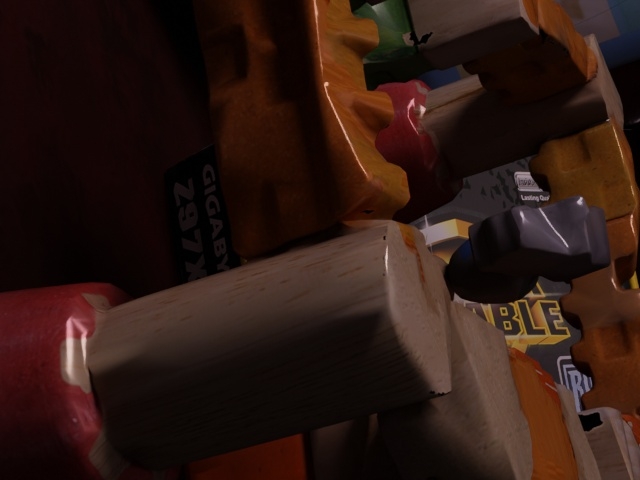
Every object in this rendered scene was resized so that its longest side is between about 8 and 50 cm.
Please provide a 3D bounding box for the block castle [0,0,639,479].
[{"bbox_3d":[0.000,0.000,0.676,0.453,0.213,0.303,30,46,-61],"label":"block castle"}]

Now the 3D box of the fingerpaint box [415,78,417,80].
[{"bbox_3d":[0.085,-0.005,1.297,0.371,0.163,0.444,43,38,-69],"label":"fingerpaint box"}]

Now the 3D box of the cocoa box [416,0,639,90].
[{"bbox_3d":[0.154,-0.290,1.067,0.228,0.231,0.347,-32,102,-56],"label":"cocoa box"}]

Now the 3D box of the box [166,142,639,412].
[{"bbox_3d":[0.073,0.070,0.971,0.322,0.079,0.257,0,77,-38],"label":"box"}]
